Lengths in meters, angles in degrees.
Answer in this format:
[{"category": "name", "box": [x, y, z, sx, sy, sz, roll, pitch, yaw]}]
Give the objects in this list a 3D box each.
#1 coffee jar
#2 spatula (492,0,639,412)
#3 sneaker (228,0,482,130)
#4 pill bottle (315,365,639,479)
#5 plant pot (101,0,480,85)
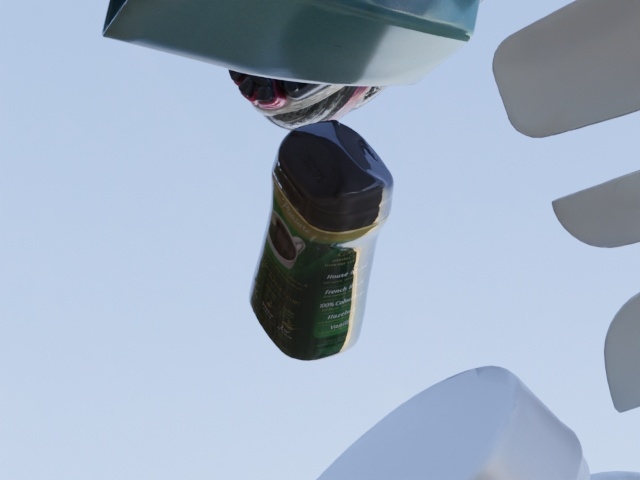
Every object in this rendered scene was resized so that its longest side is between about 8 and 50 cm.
[{"category": "coffee jar", "box": [0.000, 0.000, 1.471, 0.096, 0.079, 0.184, 55, -32, 35]}, {"category": "spatula", "box": [0.203, -0.049, 0.759, 0.242, 0.168, 0.019, -21, -16, 13]}, {"category": "sneaker", "box": [0.064, -0.202, 1.551, 0.299, 0.121, 0.112, -34, -28, 7]}, {"category": "pill bottle", "box": [0.119, 0.195, 0.711, 0.301, 0.169, 0.169, 47, -44, -12]}, {"category": "plant pot", "box": [-0.008, -0.209, 1.357, 0.234, 0.166, 0.165, 17, -21, -17]}]
